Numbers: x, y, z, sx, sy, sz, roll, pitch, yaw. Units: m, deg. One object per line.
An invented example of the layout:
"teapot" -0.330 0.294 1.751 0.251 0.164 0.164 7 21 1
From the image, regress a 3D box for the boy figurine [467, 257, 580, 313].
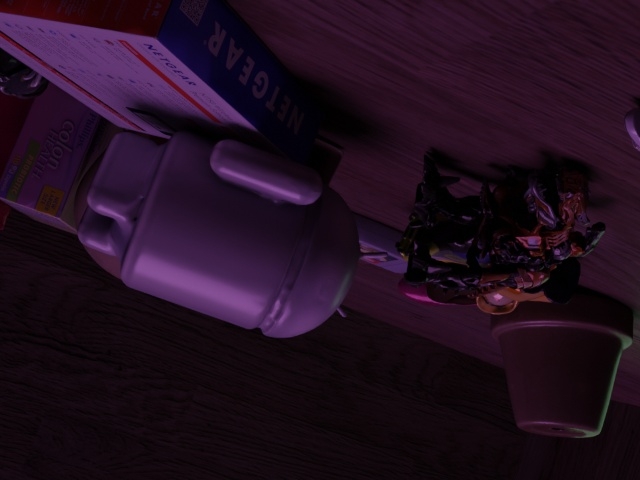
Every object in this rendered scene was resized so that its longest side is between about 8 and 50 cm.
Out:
"boy figurine" 0.324 0.067 1.404 0.177 0.092 0.285 19 168 -5

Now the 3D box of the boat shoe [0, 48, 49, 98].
"boat shoe" -0.402 -0.250 1.072 0.119 0.121 0.335 14 -176 -14

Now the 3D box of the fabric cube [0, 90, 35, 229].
"fabric cube" -0.671 -0.198 1.448 0.254 0.258 0.259 15 170 35

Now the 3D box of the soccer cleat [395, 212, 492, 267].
"soccer cleat" 0.213 0.007 1.260 0.121 0.093 0.289 26 169 -20

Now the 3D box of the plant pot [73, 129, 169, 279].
"plant pot" -0.233 -0.089 1.294 0.256 0.256 0.274 22 152 -16

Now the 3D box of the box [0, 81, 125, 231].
"box" -0.450 -0.134 1.480 0.117 0.213 0.243 20 172 -1

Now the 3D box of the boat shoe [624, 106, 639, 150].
"boat shoe" 0.288 -0.087 0.722 0.100 0.035 0.035 18 171 -34

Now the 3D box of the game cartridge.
"game cartridge" 0.077 -0.005 1.639 0.294 0.060 0.196 22 167 -10

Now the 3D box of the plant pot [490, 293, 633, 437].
"plant pot" 0.444 0.240 1.549 0.263 0.229 0.263 7 160 3

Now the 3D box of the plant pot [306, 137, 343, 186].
"plant pot" -0.051 -0.104 1.171 0.109 0.109 0.096 24 -176 -25

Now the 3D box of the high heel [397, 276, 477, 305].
"high heel" 0.272 0.098 1.649 0.244 0.082 0.117 9 178 11

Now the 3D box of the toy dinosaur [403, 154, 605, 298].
"toy dinosaur" 0.219 0.010 1.020 0.218 0.164 0.322 8 134 1

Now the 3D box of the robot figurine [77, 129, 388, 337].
"robot figurine" -0.103 -0.005 1.006 0.353 0.200 0.300 21 144 -12

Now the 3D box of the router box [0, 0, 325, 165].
"router box" -0.196 -0.201 0.940 0.301 0.082 0.335 16 170 26
